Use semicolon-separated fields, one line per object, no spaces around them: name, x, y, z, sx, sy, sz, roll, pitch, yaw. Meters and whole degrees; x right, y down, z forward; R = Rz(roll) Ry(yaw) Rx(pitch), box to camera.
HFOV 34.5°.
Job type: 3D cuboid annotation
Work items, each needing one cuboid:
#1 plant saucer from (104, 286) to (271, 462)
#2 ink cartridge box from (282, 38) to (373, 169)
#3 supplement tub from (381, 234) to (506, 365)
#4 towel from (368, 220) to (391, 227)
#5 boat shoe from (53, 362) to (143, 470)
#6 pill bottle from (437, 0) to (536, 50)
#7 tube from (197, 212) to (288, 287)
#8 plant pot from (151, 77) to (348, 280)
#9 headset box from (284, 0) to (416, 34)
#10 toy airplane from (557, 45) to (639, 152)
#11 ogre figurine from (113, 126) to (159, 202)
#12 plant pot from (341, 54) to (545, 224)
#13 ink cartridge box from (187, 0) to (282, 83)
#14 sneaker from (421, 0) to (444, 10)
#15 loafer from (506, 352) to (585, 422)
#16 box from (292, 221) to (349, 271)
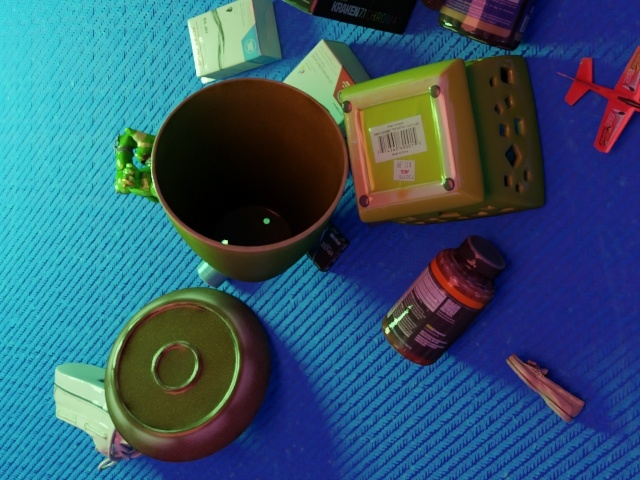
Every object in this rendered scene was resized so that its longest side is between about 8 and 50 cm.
plant saucer;-0.237;0.220;1.760;0.311;0.050;0.310;-6;68;14
ink cartridge box;-0.001;-0.211;1.637;0.175;0.072;0.127;-43;70;28
supplement tub;0.185;0.085;1.512;0.106;0.106;0.198;49;118;22
towel;0.094;-0.083;1.608;0.067;0.029;0.119;-13;85;35
boat shoe;-0.370;0.349;1.898;0.367;0.136;0.156;15;101;35
pill bottle;0.253;-0.382;1.419;0.123;0.123;0.219;29;109;30
tube;-0.127;-0.004;1.761;0.207;0.052;0.080;-45;80;21
plant pot;-0.105;-0.050;1.562;0.274;0.275;0.293;55;163;19
headset box;0.064;-0.460;1.471;0.131;0.246;0.283;33;110;29
toy airplane;0.389;-0.197;1.395;0.151;0.028;0.151;2;93;34
ogre figurine;-0.303;-0.133;1.846;0.197;0.097;0.118;11;82;19
plant pot;0.161;-0.137;1.451;0.228;0.207;0.227;-9;89;36
ink cartridge box;-0.160;-0.335;1.746;0.180;0.060;0.104;-12;87;35
sneaker;0.201;-0.435;1.495;0.069;0.082;0.209;28;128;20
loafer;0.321;0.202;1.469;0.125;0.045;0.039;46;100;16
box;0.000;0.000;1.685;0.083;0.018;0.067;50;119;21
